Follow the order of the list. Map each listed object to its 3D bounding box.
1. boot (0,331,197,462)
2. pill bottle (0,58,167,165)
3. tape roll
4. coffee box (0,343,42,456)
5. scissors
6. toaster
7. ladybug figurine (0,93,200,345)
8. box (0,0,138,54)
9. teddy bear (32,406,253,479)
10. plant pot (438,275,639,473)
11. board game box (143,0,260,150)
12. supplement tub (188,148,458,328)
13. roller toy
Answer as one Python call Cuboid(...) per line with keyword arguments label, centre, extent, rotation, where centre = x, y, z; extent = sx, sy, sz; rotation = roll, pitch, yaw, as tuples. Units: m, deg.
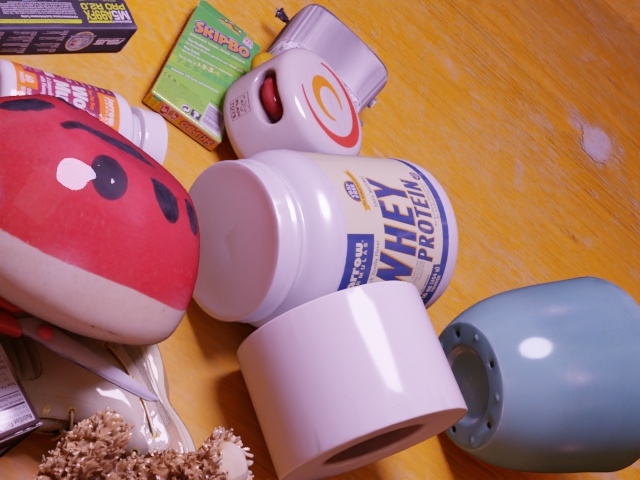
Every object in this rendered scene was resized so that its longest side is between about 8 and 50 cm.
Cuboid(label="boot", centre=(-0.244, 0.201, 1.053), extent=(0.204, 0.095, 0.261), rotation=(6, 54, -45))
Cuboid(label="pill bottle", centre=(-0.308, -0.136, 1.235), extent=(0.221, 0.121, 0.121), rotation=(13, 53, -37))
Cuboid(label="tape roll", centre=(0.037, 0.176, 1.231), extent=(0.246, 0.246, 0.169), rotation=(0, 62, -44))
Cuboid(label="coffee box", centre=(-0.389, 0.109, 0.955), extent=(0.098, 0.141, 0.246), rotation=(-18, 75, -52))
Cuboid(label="scissors", centre=(-0.279, 0.072, 0.966), extent=(0.297, 0.021, 0.109), rotation=(23, 44, -32))
Cuboid(label="toaster", centre=(-0.006, -0.277, 1.630), extent=(0.227, 0.129, 0.146), rotation=(43, 42, -12))
Cuboid(label="ladybug figurine", centre=(-0.248, -0.032, 1.028), extent=(0.305, 0.162, 0.449), rotation=(41, 2, 6))
Cuboid(label="box", centre=(-0.407, -0.355, 1.358), extent=(0.270, 0.060, 0.216), rotation=(-15, 72, -48))
Cuboid(label="teddy bear", centre=(-0.214, 0.283, 0.962), extent=(0.338, 0.113, 0.245), rotation=(-23, 110, -21))
Cuboid(label="plant pot", centre=(0.302, 0.199, 1.450), extent=(0.235, 0.293, 0.292), rotation=(0, 60, -28))
Cuboid(label="board game box", centre=(-0.173, -0.258, 1.527), extent=(0.124, 0.039, 0.259), rotation=(36, 44, -19))
Cuboid(label="supplement tub", centre=(0.000, 0.000, 1.337), extent=(0.325, 0.235, 0.235), rotation=(-1, 62, -44))
Cuboid(label="roller toy", centre=(-0.046, -0.175, 1.488), extent=(0.209, 0.146, 0.191), rotation=(57, 29, -15))
